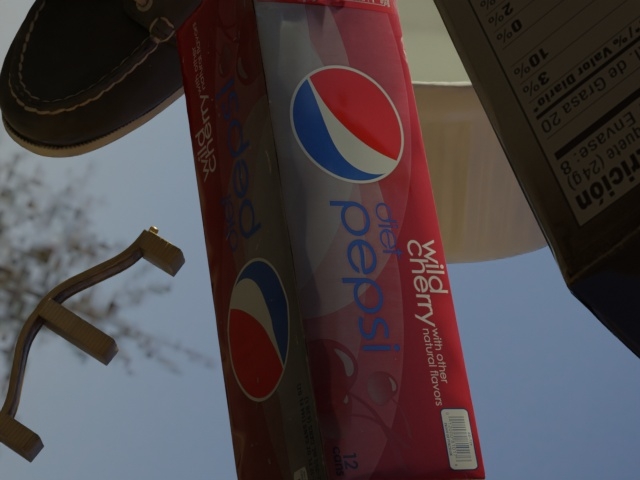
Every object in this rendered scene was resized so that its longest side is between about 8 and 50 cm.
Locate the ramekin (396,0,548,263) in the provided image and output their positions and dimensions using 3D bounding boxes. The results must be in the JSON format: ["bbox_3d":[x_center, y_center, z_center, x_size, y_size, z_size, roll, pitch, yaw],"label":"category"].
[{"bbox_3d":[0.069,-0.084,1.347,0.277,0.277,0.135,-118,-153,-68],"label":"ramekin"}]

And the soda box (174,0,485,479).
[{"bbox_3d":[0.000,0.000,0.894,0.092,0.083,0.263,-39,-126,56],"label":"soda box"}]

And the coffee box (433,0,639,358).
[{"bbox_3d":[0.112,-0.072,0.520,0.119,0.168,0.297,-37,-141,16],"label":"coffee box"}]

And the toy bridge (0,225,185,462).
[{"bbox_3d":[-0.172,0.063,1.335,0.188,0.063,0.026,-54,162,-18],"label":"toy bridge"}]

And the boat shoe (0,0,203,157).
[{"bbox_3d":[-0.065,-0.186,1.080,0.335,0.112,0.095,-45,152,-23],"label":"boat shoe"}]
